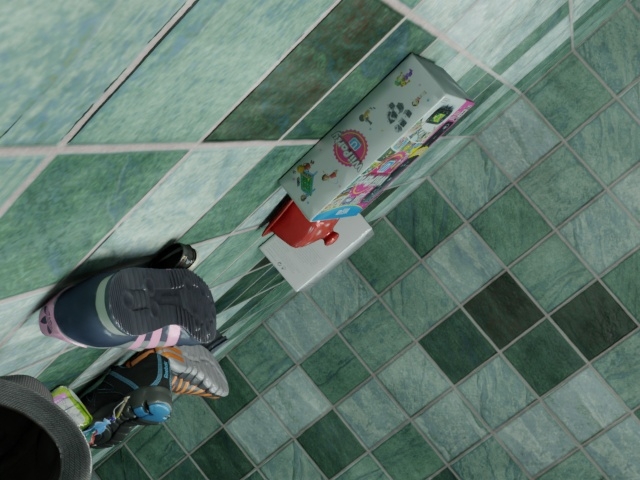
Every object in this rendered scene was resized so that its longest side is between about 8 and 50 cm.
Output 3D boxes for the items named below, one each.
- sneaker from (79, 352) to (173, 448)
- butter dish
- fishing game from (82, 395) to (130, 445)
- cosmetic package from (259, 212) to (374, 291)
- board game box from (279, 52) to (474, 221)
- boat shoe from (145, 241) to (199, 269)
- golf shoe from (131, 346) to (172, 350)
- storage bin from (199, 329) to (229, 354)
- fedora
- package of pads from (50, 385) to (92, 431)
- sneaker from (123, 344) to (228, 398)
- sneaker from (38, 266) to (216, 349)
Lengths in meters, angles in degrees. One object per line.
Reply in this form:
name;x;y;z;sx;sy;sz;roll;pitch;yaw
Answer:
sneaker;-0.448;0.354;1.728;0.341;0.139;0.125;-23;138;24
butter dish;-0.010;-0.041;1.563;0.160;0.118;0.160;-33;171;-45
fishing game;-0.464;0.408;1.499;0.264;0.041;0.189;-42;174;-38
cosmetic package;0.000;0.000;1.856;0.225;0.138;0.224;-41;174;3
board game box;0.102;-0.168;1.362;0.303;0.097;0.224;-42;168;21
boat shoe;-0.242;0.048;1.169;0.133;0.049;0.042;-35;149;10
golf shoe;-0.302;0.177;1.509;0.198;0.094;0.077;-43;175;41
storage bin;-0.323;0.271;2.079;0.135;0.091;0.098;-44;173;31
fedora;-0.413;0.253;0.980;0.275;0.244;0.124;-43;-157;9
package of pads;-0.577;0.411;1.496;0.296;0.101;0.229;-37;174;-29
sneaker;-0.365;0.333;1.932;0.180;0.124;0.321;-31;143;11
sneaker;-0.251;0.096;1.091;0.131;0.112;0.319;-13;166;16
